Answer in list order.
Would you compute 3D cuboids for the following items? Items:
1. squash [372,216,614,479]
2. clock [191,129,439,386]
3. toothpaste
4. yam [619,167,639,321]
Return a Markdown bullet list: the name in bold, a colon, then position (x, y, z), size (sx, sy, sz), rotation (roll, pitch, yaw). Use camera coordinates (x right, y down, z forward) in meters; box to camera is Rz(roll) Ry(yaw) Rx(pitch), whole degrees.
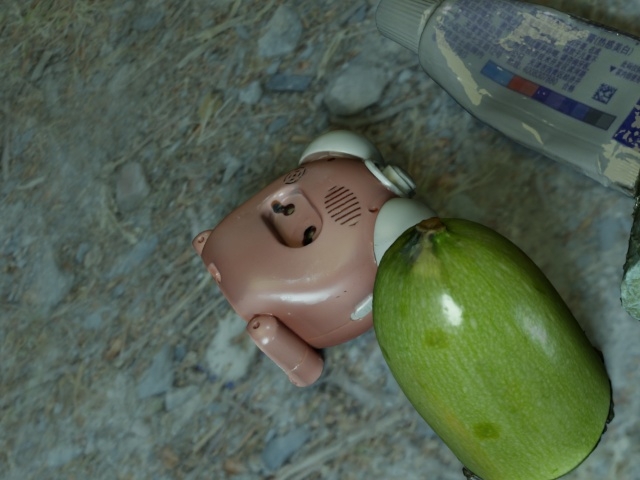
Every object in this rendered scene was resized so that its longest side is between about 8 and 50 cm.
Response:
- **squash**: position (0.098, 0.057, 0.883), size (0.123, 0.187, 0.123), rotation (-18, 45, 19)
- **clock**: position (0.000, 0.000, 1.064), size (0.162, 0.093, 0.166), rotation (-40, 43, 2)
- **toothpaste**: position (0.152, -0.128, 1.074), size (0.282, 0.068, 0.099), rotation (31, 110, 37)
- **yam**: position (0.244, -0.041, 0.904), size (0.107, 0.107, 0.183), rotation (-9, 53, 33)
